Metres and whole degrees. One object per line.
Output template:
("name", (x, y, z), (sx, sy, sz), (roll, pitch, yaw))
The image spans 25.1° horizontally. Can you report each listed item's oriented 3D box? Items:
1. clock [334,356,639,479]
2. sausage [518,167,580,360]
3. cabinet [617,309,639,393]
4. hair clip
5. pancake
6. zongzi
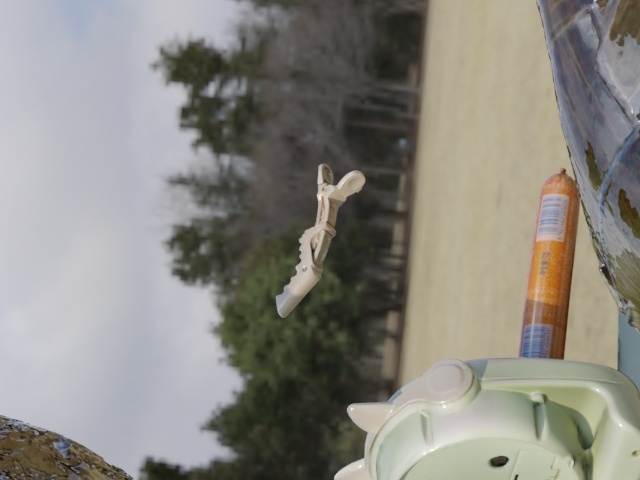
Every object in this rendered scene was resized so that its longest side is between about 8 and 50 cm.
("clock", (0.182, 0.249, 1.590), (0.108, 0.324, 0.265), (-90, 5, -47))
("sausage", (0.267, 0.068, 1.688), (0.053, 0.053, 0.347), (87, -167, -65))
("cabinet", (0.483, 0.122, 1.862), (0.145, 0.150, 0.206), (-46, -35, -30))
("hair clip", (0.000, 0.000, 1.901), (0.034, 0.072, 0.226), (42, -121, -47))
("pancake", (-0.361, 0.253, 1.624), (0.356, 0.356, 0.065), (-48, -18, -82))
("zongzi", (0.274, -0.100, 1.217), (0.432, 0.208, 0.403), (56, 175, 16))
